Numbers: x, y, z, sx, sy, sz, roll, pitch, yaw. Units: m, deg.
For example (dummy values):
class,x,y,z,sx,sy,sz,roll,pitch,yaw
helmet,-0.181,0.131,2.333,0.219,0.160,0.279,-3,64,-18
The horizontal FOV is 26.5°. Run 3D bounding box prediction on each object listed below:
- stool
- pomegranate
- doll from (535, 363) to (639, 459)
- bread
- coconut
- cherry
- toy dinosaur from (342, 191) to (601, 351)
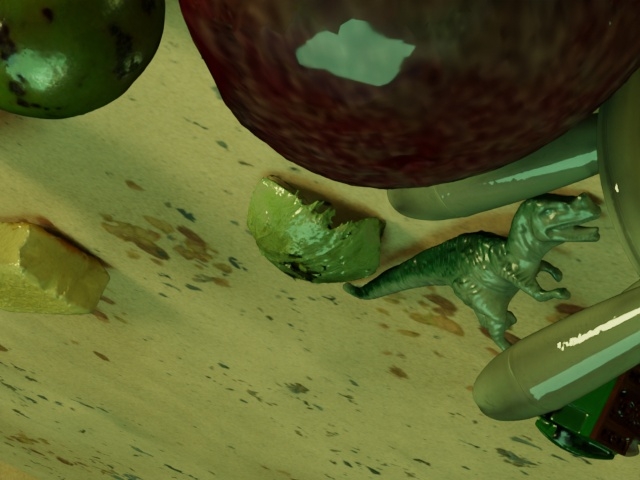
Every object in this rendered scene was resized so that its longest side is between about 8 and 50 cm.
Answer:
class,x,y,z,sx,sy,sz,roll,pitch,yaw
stool,0.183,-0.006,0.828,0.198,0.195,0.195,-28,85,50
pomegranate,-0.185,-0.181,0.907,0.156,0.156,0.220,11,124,23
doll,0.241,0.142,1.255,0.134,0.106,0.186,25,174,6
bread,-0.352,0.032,1.581,0.188,0.068,0.125,-1,148,44
coconut,-0.004,0.003,1.229,0.133,0.055,0.158,4,153,38
cherry,0.052,-0.135,0.700,0.300,0.203,0.230,-7,143,24
toy dinosaur,0.130,0.057,1.184,0.129,0.076,0.383,57,145,-2
